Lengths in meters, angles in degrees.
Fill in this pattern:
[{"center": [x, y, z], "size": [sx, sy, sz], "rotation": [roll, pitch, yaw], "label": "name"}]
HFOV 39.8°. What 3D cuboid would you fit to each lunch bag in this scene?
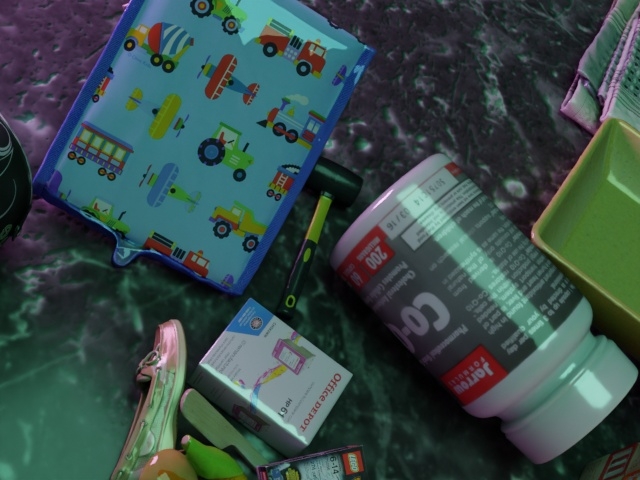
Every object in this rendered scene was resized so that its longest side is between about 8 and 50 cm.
[{"center": [-0.119, -0.102, 0.846], "size": [0.220, 0.138, 0.293], "rotation": [29, 79, -12], "label": "lunch bag"}]

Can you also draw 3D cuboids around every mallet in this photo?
[{"center": [0.000, 0.000, 0.918], "size": [0.062, 0.039, 0.190], "rotation": [19, 61, -15], "label": "mallet"}]

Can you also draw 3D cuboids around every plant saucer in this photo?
[{"center": [0.399, 0.042, 0.996], "size": [0.332, 0.081, 0.333], "rotation": [38, 42, 7], "label": "plant saucer"}]

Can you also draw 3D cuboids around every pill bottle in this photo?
[{"center": [0.157, 0.067, 0.864], "size": [0.283, 0.161, 0.161], "rotation": [47, 55, 8], "label": "pill bottle"}]

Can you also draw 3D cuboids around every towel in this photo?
[{"center": [0.508, -0.192, 1.228], "size": [0.324, 0.056, 0.312], "rotation": [34, 55, -1], "label": "towel"}]

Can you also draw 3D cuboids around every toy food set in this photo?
[{"center": [-0.102, 0.228, 0.706], "size": [0.132, 0.038, 0.192], "rotation": [48, 50, -28], "label": "toy food set"}]

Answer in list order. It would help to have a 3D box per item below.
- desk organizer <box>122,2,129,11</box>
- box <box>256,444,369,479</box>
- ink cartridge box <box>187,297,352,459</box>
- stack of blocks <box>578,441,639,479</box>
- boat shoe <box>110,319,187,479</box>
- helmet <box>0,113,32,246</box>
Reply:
[{"center": [-0.160, -0.194, 0.946], "size": [0.047, 0.050, 0.130], "rotation": [-22, 87, 3], "label": "desk organizer"}, {"center": [0.003, 0.252, 0.755], "size": [0.093, 0.027, 0.137], "rotation": [-7, 80, -26], "label": "box"}, {"center": [-0.045, 0.127, 0.811], "size": [0.122, 0.052, 0.088], "rotation": [37, 54, -1], "label": "ink cartridge box"}, {"center": [0.315, 0.241, 0.748], "size": [0.087, 0.297, 0.171], "rotation": [40, 53, 2], "label": "stack of blocks"}, {"center": [-0.147, 0.139, 0.761], "size": [0.048, 0.056, 0.153], "rotation": [11, 67, -16], "label": "boat shoe"}, {"center": [-0.338, -0.042, 0.717], "size": [0.169, 0.169, 0.161], "rotation": [44, 38, 5], "label": "helmet"}]
